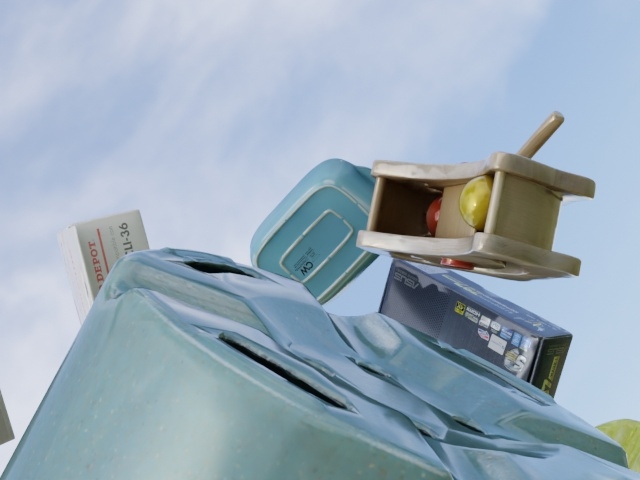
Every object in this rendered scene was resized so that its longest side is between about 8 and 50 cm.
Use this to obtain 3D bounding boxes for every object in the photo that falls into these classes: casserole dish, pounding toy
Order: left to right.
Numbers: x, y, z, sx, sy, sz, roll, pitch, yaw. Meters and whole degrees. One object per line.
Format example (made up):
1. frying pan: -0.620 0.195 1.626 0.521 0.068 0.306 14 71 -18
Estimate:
1. casserole dish: 0.000 0.000 1.432 0.188 0.114 0.037 -46 5 30
2. pounding toy: 0.125 -0.052 1.160 0.269 0.154 0.154 165 117 -79

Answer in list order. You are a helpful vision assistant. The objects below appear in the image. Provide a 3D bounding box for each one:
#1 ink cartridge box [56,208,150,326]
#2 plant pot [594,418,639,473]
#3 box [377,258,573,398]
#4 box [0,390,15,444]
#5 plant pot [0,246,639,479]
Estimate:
1. ink cartridge box: -0.185 0.036 1.231 0.067 0.115 0.198 -15 2 -13
2. plant pot: 0.332 0.309 1.307 0.276 0.276 0.254 -48 -65 -3
3. box: 0.153 0.143 1.534 0.059 0.233 0.183 -2 -67 -42
4. box: -0.477 0.137 1.415 0.231 0.262 0.126 -25 -50 -22
5. plant pot: -0.032 0.203 0.583 0.341 0.341 0.334 10 -74 -60
